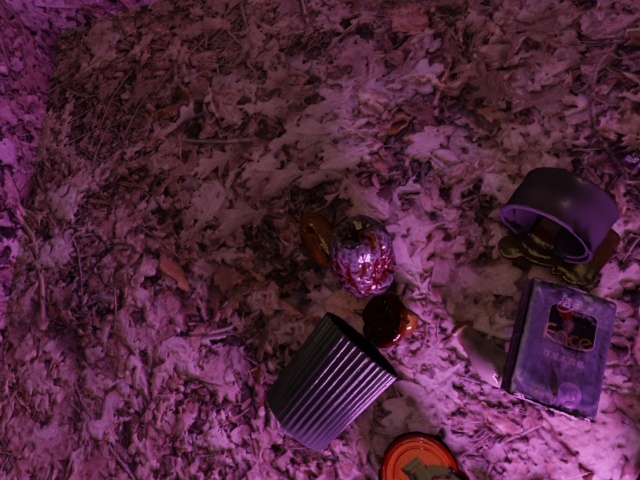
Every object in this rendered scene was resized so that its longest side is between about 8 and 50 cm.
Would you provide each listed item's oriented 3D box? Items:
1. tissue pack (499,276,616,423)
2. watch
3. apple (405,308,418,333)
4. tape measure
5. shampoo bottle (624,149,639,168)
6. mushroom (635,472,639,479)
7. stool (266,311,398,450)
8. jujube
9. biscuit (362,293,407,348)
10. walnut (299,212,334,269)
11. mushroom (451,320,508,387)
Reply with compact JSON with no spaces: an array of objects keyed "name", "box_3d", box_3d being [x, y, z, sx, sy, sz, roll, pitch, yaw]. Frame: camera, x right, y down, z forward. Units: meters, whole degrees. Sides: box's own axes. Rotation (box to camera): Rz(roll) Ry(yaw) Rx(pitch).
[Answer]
[{"name":"tissue pack","box_3d":[0.695,0.315,1.319,0.259,0.122,0.362,20,76,4]},{"name":"watch","box_3d":[0.730,-0.055,1.342,0.335,0.327,0.314,37,86,23]},{"name":"apple","box_3d":[0.287,0.271,1.505,0.083,0.071,0.084,-5,71,16]},{"name":"tape measure","box_3d":[0.296,0.711,1.335,0.253,0.114,0.260,-41,66,0]},{"name":"shampoo bottle","box_3d":[1.107,-0.187,1.398,0.071,0.098,0.309,-48,66,2]},{"name":"mushroom","box_3d":[0.947,0.678,1.072,0.345,0.259,0.346,-5,70,15]},{"name":"stool","box_3d":[0.028,0.447,1.416,0.297,0.297,0.330,41,91,24]},{"name":"jujube","box_3d":[0.141,0.056,1.495,0.225,0.317,0.226,-8,57,13]},{"name":"biscuit","box_3d":[0.214,0.266,1.504,0.192,0.049,0.192,-22,59,43]},{"name":"walnut","box_3d":[0.000,0.000,1.653,0.137,0.137,0.245,-29,76,6]},{"name":"mushroom","box_3d":[0.506,0.357,1.409,0.116,0.093,0.225,-38,55,-19]}]
